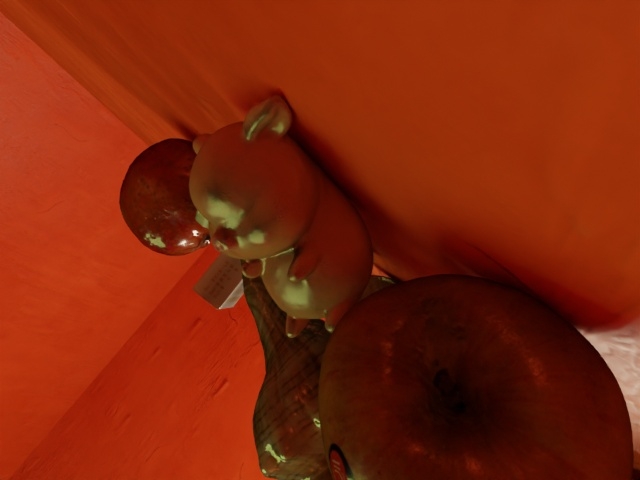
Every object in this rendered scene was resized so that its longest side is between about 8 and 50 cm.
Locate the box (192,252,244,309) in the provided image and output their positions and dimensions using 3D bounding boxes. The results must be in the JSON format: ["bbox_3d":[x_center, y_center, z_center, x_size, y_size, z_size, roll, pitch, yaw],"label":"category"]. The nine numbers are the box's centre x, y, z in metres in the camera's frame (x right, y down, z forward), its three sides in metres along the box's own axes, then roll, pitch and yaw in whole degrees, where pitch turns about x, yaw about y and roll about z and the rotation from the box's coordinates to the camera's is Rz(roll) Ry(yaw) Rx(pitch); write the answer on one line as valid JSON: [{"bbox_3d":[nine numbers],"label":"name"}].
[{"bbox_3d":[-0.130,0.018,0.824,0.067,0.233,0.149,37,174,0],"label":"box"}]

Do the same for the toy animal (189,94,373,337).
[{"bbox_3d":[-0.038,-0.021,0.484,0.166,0.154,0.250,-17,121,34],"label":"toy animal"}]

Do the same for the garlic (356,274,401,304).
[{"bbox_3d":[0.129,0.115,0.736,0.174,0.099,0.124,38,-170,31],"label":"garlic"}]

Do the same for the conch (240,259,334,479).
[{"bbox_3d":[-0.004,0.178,0.566,0.203,0.169,0.387,75,-174,-68],"label":"conch"}]

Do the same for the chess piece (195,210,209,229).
[{"bbox_3d":[-0.039,-0.024,0.661,0.271,0.139,0.139,28,174,-8],"label":"chess piece"}]

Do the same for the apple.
[{"bbox_3d":[0.119,0.151,0.380,0.260,0.261,0.194,34,163,33],"label":"apple"}]

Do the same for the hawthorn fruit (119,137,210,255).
[{"bbox_3d":[-0.333,-0.104,1.022,0.300,0.275,0.275,47,176,23],"label":"hawthorn fruit"}]
